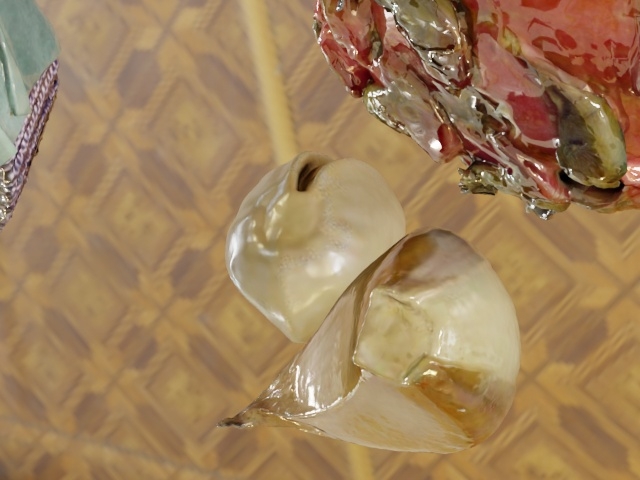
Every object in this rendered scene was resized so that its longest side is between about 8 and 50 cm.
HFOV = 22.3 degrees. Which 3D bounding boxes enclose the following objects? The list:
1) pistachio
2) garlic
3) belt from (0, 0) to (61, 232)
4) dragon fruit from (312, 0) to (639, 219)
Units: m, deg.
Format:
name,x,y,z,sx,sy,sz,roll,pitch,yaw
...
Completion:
name,x,y,z,sx,sy,sz,roll,pitch,yaw
pistachio,0.000,0.000,1.297,0.126,0.223,0.152,7,109,17
garlic,0.050,0.071,0.929,0.115,0.128,0.207,39,147,-7
belt,-0.278,-0.108,0.789,0.260,0.122,0.325,-19,135,41
dragon fruit,0.130,-0.157,0.950,0.291,0.269,0.250,15,140,48
